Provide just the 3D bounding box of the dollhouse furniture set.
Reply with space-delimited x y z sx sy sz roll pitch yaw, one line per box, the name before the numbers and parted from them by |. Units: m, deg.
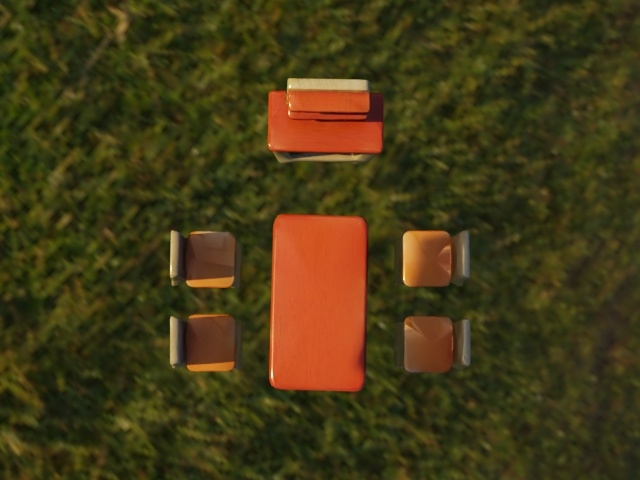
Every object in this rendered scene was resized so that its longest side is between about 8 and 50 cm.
dollhouse furniture set | 0.000 0.000 1.512 0.262 0.135 0.259 1 84 -2
